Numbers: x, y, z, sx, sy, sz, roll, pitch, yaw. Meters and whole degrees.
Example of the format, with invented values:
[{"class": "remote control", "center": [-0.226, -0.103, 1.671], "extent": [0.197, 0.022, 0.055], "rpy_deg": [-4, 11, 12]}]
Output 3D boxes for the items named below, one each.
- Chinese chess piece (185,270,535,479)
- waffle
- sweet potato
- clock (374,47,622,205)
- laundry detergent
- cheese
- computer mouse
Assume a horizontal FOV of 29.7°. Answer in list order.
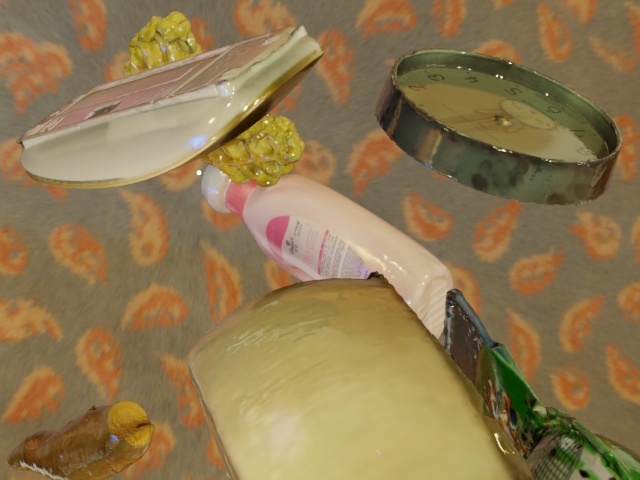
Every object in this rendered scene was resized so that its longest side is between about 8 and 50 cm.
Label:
[{"class": "Chinese chess piece", "center": [0.035, 0.185, 0.734], "extent": [0.140, 0.338, 0.338], "rpy_deg": [-23, 95, -11]}, {"class": "waffle", "center": [-0.105, -0.124, 1.145], "extent": [0.194, 0.149, 0.051], "rpy_deg": [38, 61, -3]}, {"class": "sweet potato", "center": [-0.247, 0.217, 1.268], "extent": [0.077, 0.243, 0.077], "rpy_deg": [16, 63, -36]}, {"class": "clock", "center": [0.155, -0.103, 1.044], "extent": [0.214, 0.215, 0.042], "rpy_deg": [14, 120, -6]}, {"class": "laundry detergent", "center": [0.000, 0.000, 1.388], "extent": [0.335, 0.159, 0.088], "rpy_deg": [34, 53, 30]}, {"class": "cheese", "center": [0.160, 0.169, 0.782], "extent": [0.083, 0.204, 0.320], "rpy_deg": [-24, 54, -15]}, {"class": "computer mouse", "center": [-0.103, -0.084, 0.818], "extent": [0.126, 0.245, 0.056], "rpy_deg": [-46, 118, -44]}]
